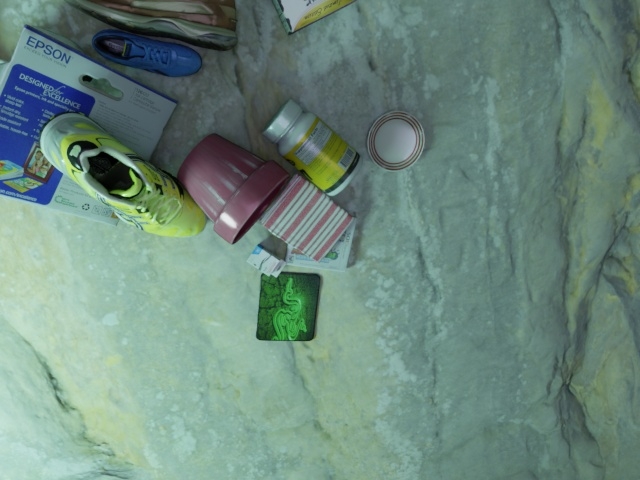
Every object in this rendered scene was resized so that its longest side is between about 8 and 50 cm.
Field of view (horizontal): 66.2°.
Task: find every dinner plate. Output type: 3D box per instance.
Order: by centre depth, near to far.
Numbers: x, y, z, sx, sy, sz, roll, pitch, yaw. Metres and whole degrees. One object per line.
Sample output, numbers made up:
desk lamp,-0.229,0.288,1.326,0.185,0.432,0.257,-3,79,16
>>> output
dinner plate,0.177,-0.234,1.160,0.141,0.017,0.141,-3,108,-9

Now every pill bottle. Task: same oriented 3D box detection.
pill bottle,-0.018,-0.205,1.080,0.208,0.119,0.119,39,97,-18

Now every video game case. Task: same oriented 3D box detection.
video game case,0.000,0.000,1.201,0.157,0.019,0.143,8,105,-12

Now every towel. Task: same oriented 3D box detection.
towel,-0.028,-0.048,1.143,0.197,0.029,0.144,35,99,-32

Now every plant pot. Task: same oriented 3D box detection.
plant pot,-0.194,-0.121,1.047,0.180,0.201,0.201,39,97,-3

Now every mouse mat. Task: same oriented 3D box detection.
mouse mat,-0.083,0.170,1.247,0.152,0.007,0.190,3,107,-11

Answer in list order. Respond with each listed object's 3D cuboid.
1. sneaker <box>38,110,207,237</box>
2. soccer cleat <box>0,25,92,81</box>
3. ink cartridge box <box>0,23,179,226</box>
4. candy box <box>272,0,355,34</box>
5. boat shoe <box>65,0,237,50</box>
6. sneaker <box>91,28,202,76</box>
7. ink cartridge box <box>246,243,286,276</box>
sneaker,-0.366,-0.090,0.976,0.145,0.147,0.384,-52,140,1
soccer cleat,-0.592,-0.265,0.972,0.143,0.116,0.331,36,93,-9
ink cartridge box,-0.478,-0.202,0.952,0.303,0.072,0.307,20,102,-48
candy box,-0.044,-0.562,0.989,0.159,0.071,0.234,-28,110,-1
boat shoe,-0.319,-0.461,0.954,0.324,0.123,0.117,6,103,-21
sneaker,-0.347,-0.372,0.987,0.209,0.082,0.069,9,110,-14
ink cartridge box,-0.129,0.051,1.179,0.083,0.028,0.048,34,99,-5
